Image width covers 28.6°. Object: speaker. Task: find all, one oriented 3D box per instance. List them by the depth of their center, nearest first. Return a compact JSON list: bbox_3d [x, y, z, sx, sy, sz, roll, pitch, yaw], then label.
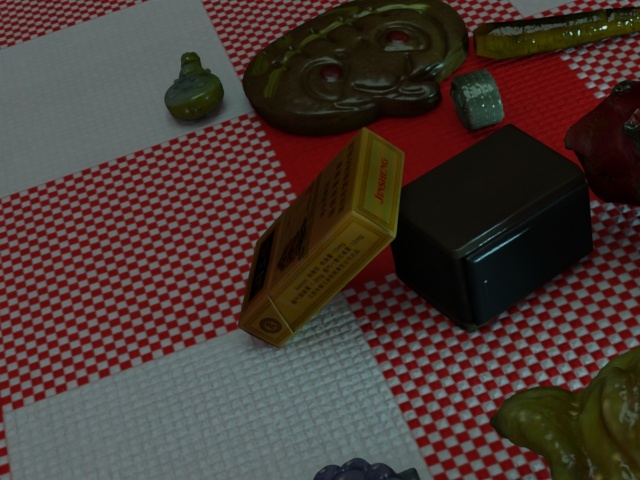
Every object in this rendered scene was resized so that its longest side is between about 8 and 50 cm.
[{"bbox_3d":[0.229,-0.021,1.698,0.231,0.153,0.192,-31,42,-18],"label":"speaker"}]

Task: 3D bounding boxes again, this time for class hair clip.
[{"bbox_3d":[0.026,0.315,1.468,0.195,0.052,0.124,-24,31,2],"label":"hair clip"}]

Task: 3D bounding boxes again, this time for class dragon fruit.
[{"bbox_3d":[0.452,-0.128,1.671,0.200,0.269,0.198,-20,76,32],"label":"dragon fruit"}]

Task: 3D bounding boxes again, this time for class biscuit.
[{"bbox_3d":[0.071,-0.308,2.138,0.394,0.070,0.350,-36,44,-23],"label":"biscuit"}]

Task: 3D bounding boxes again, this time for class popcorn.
[{"bbox_3d":[0.334,0.227,1.290,0.325,0.290,0.321,31,53,18],"label":"popcorn"}]

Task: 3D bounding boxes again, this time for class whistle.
[{"bbox_3d":[-0.223,-0.272,2.207,0.104,0.057,0.198,-19,32,3],"label":"whistle"}]

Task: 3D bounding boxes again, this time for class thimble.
[{"bbox_3d":[0.245,-0.223,1.978,0.062,0.084,0.110,-15,27,-3],"label":"thimble"}]

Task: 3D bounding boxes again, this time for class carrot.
[{"bbox_3d":[0.413,-0.349,2.094,0.314,0.066,0.066,-7,41,4],"label":"carrot"}]

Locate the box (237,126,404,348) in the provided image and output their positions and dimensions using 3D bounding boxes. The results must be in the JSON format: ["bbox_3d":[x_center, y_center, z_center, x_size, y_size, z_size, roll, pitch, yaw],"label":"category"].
[{"bbox_3d":[0.000,0.000,1.678,0.274,0.076,0.174,-45,22,37],"label":"box"}]
